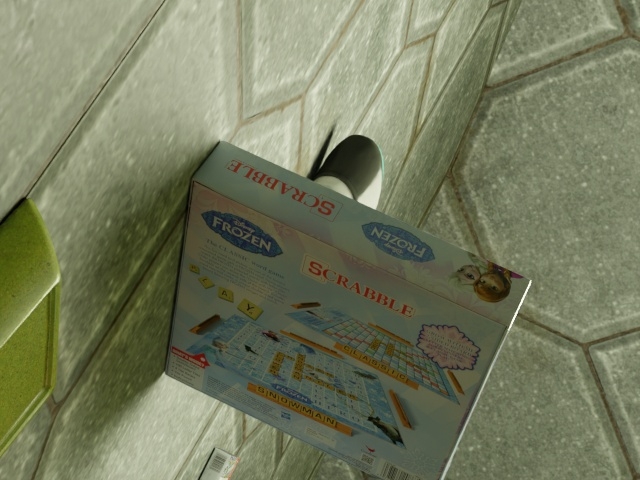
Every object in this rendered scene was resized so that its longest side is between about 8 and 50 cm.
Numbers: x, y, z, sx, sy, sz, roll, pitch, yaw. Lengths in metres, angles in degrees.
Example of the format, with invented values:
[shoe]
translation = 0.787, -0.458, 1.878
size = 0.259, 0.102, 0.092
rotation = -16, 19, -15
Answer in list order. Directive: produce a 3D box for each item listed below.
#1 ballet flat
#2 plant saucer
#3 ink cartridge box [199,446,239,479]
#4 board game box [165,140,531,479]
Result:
[ballet flat]
translation = 0.000, 0.000, 1.757
size = 0.096, 0.095, 0.280
rotation = -23, 140, -57
[plant saucer]
translation = -0.228, 0.097, 0.928
size = 0.188, 0.045, 0.188
rotation = -56, 167, -41
[ink cartridge box]
translation = -0.144, 0.334, 2.006
size = 0.063, 0.029, 0.115
rotation = -63, 170, -8
[board game box]
translation = 0.011, 0.089, 1.368
size = 0.066, 0.318, 0.318
rotation = -58, 169, -40
